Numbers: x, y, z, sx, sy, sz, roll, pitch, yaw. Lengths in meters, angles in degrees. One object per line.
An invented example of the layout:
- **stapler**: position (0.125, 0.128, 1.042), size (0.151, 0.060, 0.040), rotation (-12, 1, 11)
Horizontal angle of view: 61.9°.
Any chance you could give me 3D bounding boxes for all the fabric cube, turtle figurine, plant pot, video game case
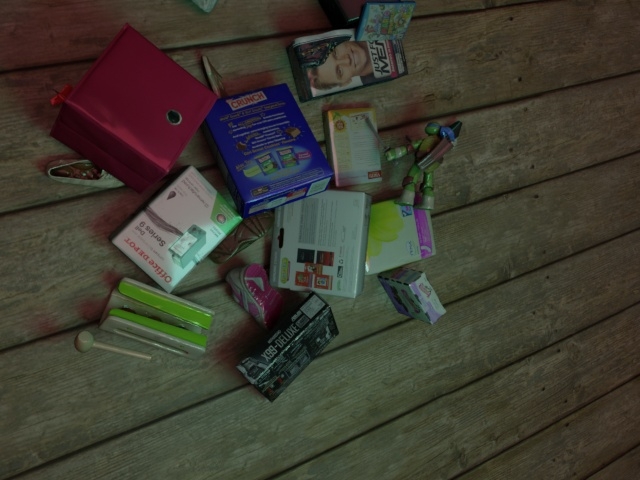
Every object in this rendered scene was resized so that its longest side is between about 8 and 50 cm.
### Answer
- **fabric cube**: position (-0.453, -0.306, 1.300), size (0.258, 0.259, 0.254), rotation (37, 65, -23)
- **turtle figurine**: position (0.288, -0.237, 1.692), size (0.198, 0.275, 0.266), rotation (12, 86, -66)
- **plant pot**: position (0.097, -0.734, 1.591), size (0.167, 0.188, 0.187), rotation (-36, 109, -7)
- **video game case**: position (0.190, -0.644, 1.566), size (0.166, 0.119, 0.015), rotation (-11, 57, -23)

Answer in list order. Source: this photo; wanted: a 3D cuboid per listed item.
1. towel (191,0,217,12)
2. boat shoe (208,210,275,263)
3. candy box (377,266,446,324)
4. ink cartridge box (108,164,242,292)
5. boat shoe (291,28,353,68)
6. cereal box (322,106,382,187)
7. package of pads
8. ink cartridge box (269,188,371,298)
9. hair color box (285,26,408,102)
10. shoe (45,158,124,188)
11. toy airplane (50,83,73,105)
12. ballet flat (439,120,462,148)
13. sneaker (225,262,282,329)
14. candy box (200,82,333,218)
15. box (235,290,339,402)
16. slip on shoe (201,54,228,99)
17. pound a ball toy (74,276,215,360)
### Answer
- **towel**: position (-0.358, -0.822, 1.343), size (0.375, 0.090, 0.320), rotation (26, 109, -35)
- **boat shoe**: position (-0.232, -0.014, 1.556), size (0.224, 0.073, 0.080), rotation (-40, 100, -13)
- **candy box**: position (0.296, 0.174, 1.749), size (0.070, 0.196, 0.164), rotation (-37, 108, -18)
- **ink cartridge box**: position (-0.392, -0.031, 1.453), size (0.289, 0.122, 0.211), rotation (-48, 112, -14)
- **boat shoe**: position (0.012, -0.542, 1.515), size (0.184, 0.065, 0.083), rotation (-17, 102, -15)
- **cereal box**: position (0.103, -0.296, 1.699), size (0.173, 0.047, 0.240), rotation (-9, 99, -25)
- **package of pads**: position (0.229, -0.023, 1.754), size (0.297, 0.101, 0.229), rotation (-14, 99, -22)
- **ink cartridge box**: position (0.000, 0.000, 1.606), size (0.272, 0.130, 0.309), rotation (6, 93, 15)
- **hair color box**: position (0.087, -0.550, 1.638), size (0.347, 0.105, 0.173), rotation (-20, 102, -21)
- **shoe**: position (-0.591, -0.173, 1.382), size (0.219, 0.058, 0.076), rotation (-2, 96, -25)
- **toy airplane**: position (-0.621, -0.337, 1.371), size (0.151, 0.028, 0.151), rotation (-2, 94, -26)
- **ballet flat**: position (0.417, -0.327, 1.831), size (0.203, 0.074, 0.074), rotation (-38, 109, -11)
- **sneaker**: position (-0.197, 0.162, 1.580), size (0.103, 0.111, 0.252), rotation (-53, 136, -39)
- **candy box**: position (-0.155, -0.254, 1.477), size (0.268, 0.122, 0.317), rotation (-20, 76, -21)
- **box**: position (-0.084, 0.319, 1.576), size (0.307, 0.076, 0.242), rotation (-44, 154, -14)
- **slip on shoe**: position (-0.296, -0.454, 1.497), size (0.041, 0.051, 0.135), rotation (-24, 107, -16)
- **pound a ball toy**: position (-0.468, 0.244, 1.419), size (0.319, 0.136, 0.208), rotation (25, 52, -23)
